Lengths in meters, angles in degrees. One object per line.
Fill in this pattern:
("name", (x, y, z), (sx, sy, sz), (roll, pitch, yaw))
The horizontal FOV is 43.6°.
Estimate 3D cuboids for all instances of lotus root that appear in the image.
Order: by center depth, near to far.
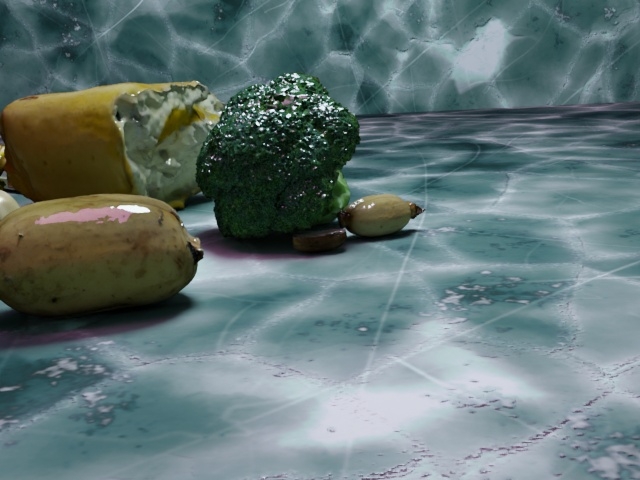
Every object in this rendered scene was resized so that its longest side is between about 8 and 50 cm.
("lotus root", (-0.285, 0.017, 0.959), (0.284, 0.146, 0.160), (-10, -3, -14))
("lotus root", (0.000, 0.002, 1.184), (0.083, 0.030, 0.037), (-9, 13, -7))
("lotus root", (0.093, -0.039, 1.267), (0.150, 0.062, 0.073), (-9, 22, -23))

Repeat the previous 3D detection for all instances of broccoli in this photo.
("broccoli", (-0.060, -0.124, 1.286), (0.275, 0.307, 0.308), (20, -6, -43))

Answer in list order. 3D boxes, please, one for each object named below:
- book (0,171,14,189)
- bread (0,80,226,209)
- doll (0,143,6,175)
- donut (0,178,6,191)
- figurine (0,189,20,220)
("book", (-0.697, -0.171, 2.030), (0.428, 0.039, 0.300), (8, 18, 37))
("bread", (-0.407, -0.173, 1.570), (0.394, 0.250, 0.361), (-1, 11, 25))
("doll", (-0.787, -0.138, 1.661), (0.318, 0.209, 0.340), (-37, 15, -1))
("donut", (-0.660, -0.094, 1.307), (0.272, 0.107, 0.272), (-20, -11, -4))
("figurine", (-0.536, -0.033, 1.304), (0.108, 0.114, 0.196), (-13, 8, -14))
